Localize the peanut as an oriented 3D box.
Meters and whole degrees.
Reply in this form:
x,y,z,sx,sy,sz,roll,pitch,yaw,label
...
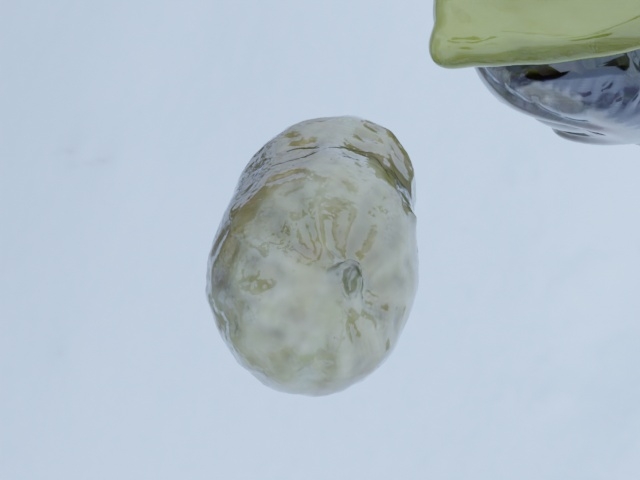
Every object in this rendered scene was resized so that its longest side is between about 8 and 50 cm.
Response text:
x,y,z,sx,sy,sz,roll,pitch,yaw,label
0.000,0.000,1.123,0.129,0.129,0.224,-53,17,29,peanut

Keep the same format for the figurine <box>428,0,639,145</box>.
x,y,z,sx,sy,sz,roll,pitch,yaw,label
0.280,-0.244,1.577,0.266,0.378,0.361,13,81,29,figurine
